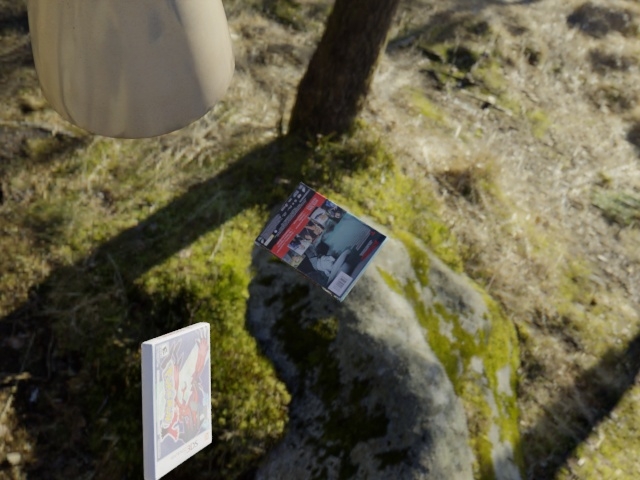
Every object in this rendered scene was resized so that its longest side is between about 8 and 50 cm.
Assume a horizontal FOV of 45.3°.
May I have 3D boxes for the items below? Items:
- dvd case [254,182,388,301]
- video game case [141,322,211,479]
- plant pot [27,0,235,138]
[{"bbox_3d":[0.000,0.000,0.829,0.119,0.013,0.087,33,78,22],"label":"dvd case"},{"bbox_3d":[-0.216,0.239,1.173,0.023,0.201,0.183,0,4,18],"label":"video game case"},{"bbox_3d":[-0.230,-0.301,0.891,0.257,0.274,0.256,2,62,-4],"label":"plant pot"}]
